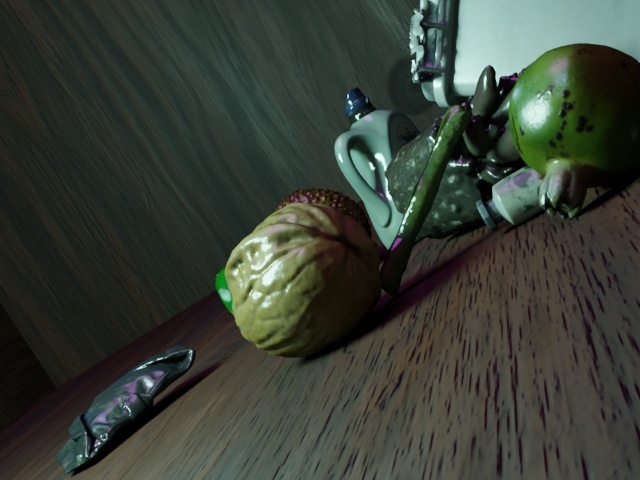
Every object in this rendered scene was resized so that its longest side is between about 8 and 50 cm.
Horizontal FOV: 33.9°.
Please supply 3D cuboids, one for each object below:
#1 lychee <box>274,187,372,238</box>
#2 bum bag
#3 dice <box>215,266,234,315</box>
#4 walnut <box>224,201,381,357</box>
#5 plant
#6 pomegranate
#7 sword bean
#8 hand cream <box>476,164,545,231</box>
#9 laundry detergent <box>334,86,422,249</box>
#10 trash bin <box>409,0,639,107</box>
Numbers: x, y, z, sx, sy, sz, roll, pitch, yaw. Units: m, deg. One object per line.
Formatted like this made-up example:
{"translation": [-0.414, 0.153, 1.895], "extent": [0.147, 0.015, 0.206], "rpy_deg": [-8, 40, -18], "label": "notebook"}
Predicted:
{"translation": [0.002, 0.000, 1.865], "extent": [0.194, 0.194, 0.194], "rpy_deg": [-32, 4, 3], "label": "lychee"}
{"translation": [-0.324, 0.274, 1.737], "extent": [0.137, 0.074, 0.310], "rpy_deg": [-12, 23, 43], "label": "bum bag"}
{"translation": [-0.122, 0.086, 2.069], "extent": [0.128, 0.131, 0.120], "rpy_deg": [-27, 9, 46], "label": "dice"}
{"translation": [-0.027, 0.054, 1.356], "extent": [0.213, 0.213, 0.213], "rpy_deg": [-32, 4, 3], "label": "walnut"}
{"translation": [0.239, -0.135, 1.504], "extent": [0.320, 0.194, 0.181], "rpy_deg": [-33, 6, 44], "label": "plant"}
{"translation": [0.300, -0.122, 1.213], "extent": [0.180, 0.179, 0.210], "rpy_deg": [-26, 41, 57], "label": "pomegranate"}
{"translation": [0.136, -0.055, 1.400], "extent": [0.269, 0.038, 0.043], "rpy_deg": [-67, 24, 1], "label": "sword bean"}
{"translation": [0.327, -0.098, 1.331], "extent": [0.276, 0.059, 0.095], "rpy_deg": [-31, 35, 13], "label": "hand cream"}
{"translation": [0.113, -0.136, 1.843], "extent": [0.105, 0.281, 0.215], "rpy_deg": [-27, 7, 42], "label": "laundry detergent"}
{"translation": [0.344, -0.315, 1.597], "extent": [0.367, 0.256, 0.296], "rpy_deg": [9, 8, 35], "label": "trash bin"}
